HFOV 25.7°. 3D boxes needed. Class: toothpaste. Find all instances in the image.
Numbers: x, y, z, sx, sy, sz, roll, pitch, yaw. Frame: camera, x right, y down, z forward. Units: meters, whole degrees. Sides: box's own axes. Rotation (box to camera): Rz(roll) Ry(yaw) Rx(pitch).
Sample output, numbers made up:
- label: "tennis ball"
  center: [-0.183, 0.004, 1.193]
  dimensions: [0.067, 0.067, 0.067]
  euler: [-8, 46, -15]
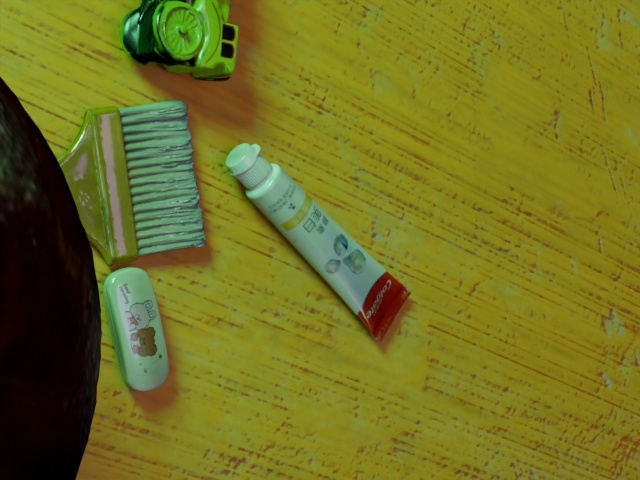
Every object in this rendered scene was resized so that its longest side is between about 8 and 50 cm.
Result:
- label: "toothpaste"
  center: [0.000, 0.000, 1.002]
  dimensions: [0.190, 0.031, 0.048]
  euler: [46, 64, -30]

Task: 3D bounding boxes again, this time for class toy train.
- label: "toy train"
  center: [-0.082, -0.234, 0.921]
  dimensions: [0.085, 0.053, 0.249]
  euler: [6, 88, -43]

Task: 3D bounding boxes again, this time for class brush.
- label: "brush"
  center: [-0.196, -0.023, 0.874]
  dimensions: [0.272, 0.013, 0.103]
  euler: [-12, 99, -33]

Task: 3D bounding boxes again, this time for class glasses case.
- label: "glasses case"
  center: [-0.121, 0.059, 0.924]
  dimensions: [0.032, 0.021, 0.083]
  euler: [-17, 102, -32]

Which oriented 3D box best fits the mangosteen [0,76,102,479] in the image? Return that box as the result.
- label: "mangosteen"
  center: [-0.287, 0.046, 0.582]
  dimensions: [0.381, 0.421, 0.381]
  euler: [-3, 97, -23]
